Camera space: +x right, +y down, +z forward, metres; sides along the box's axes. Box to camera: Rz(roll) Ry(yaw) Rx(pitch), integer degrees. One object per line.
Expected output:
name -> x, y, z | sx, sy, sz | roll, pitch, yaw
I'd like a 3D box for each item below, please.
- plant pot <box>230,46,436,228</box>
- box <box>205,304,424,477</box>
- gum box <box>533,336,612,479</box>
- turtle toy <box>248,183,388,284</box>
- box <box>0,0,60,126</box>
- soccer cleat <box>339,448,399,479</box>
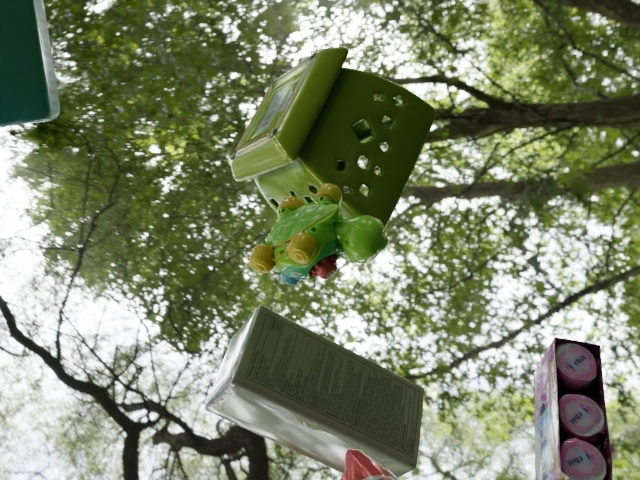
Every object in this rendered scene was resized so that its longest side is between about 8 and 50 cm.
plant pot -> 0.004, -0.148, 0.914 | 0.207, 0.227, 0.228 | 33, -109, -25
box -> -0.003, 0.246, 0.919 | 0.311, 0.121, 0.148 | 30, -135, -11
gum box -> 0.320, 0.237, 0.760 | 0.107, 0.062, 0.189 | 87, -166, -53
turtle toy -> 0.000, 0.000, 0.548 | 0.066, 0.130, 0.095 | 53, -136, -27
box -> -0.182, -0.171, 0.248 | 0.100, 0.060, 0.245 | -8, -74, -19
soccer cleat -> -0.030, 0.346, 0.568 | 0.318, 0.116, 0.108 | -47, -41, 4
